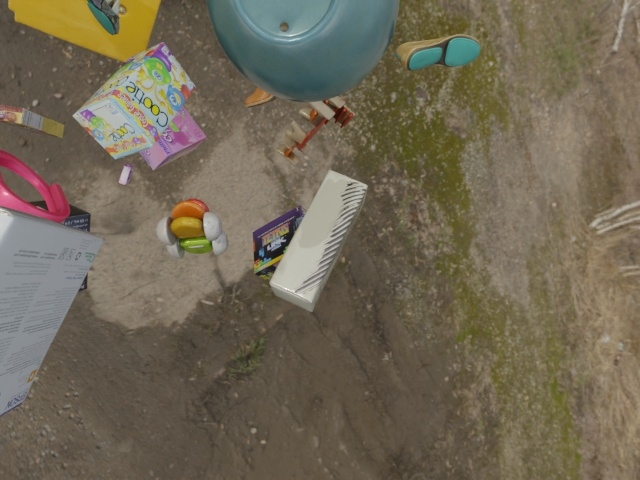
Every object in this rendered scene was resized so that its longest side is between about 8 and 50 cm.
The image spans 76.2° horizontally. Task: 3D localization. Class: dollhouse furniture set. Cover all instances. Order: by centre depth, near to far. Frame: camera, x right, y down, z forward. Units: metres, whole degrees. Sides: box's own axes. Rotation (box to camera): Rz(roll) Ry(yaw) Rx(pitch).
[{"bbox_3d":[0.001,-0.392,1.375,0.135,0.262,0.259,40,52,-6],"label":"dollhouse furniture set"}]

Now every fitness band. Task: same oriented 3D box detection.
[{"bbox_3d":[-0.805,-0.141,1.111,0.054,0.291,0.209,-47,145,2],"label":"fitness band"}]

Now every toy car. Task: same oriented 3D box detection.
[{"bbox_3d":[-0.336,-0.037,1.086,0.159,0.182,0.136,-6,61,-2],"label":"toy car"}]

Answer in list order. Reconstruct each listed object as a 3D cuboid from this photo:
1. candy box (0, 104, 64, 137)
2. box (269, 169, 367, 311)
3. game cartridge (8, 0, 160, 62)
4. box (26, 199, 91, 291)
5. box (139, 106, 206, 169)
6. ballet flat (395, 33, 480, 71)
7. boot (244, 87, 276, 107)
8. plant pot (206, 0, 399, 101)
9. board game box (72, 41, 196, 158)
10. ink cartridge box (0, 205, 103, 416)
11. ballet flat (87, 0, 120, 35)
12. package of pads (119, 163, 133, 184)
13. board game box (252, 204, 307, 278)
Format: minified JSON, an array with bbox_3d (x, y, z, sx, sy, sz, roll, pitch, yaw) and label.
[{"bbox_3d":[-0.955,-0.388,1.336,0.109,0.187,0.053,10,90,4],"label":"candy box"},{"bbox_3d":[0.000,0.000,0.849,0.094,0.113,0.275,23,73,8],"label":"box"},{"bbox_3d":[-0.596,-0.641,1.054,0.324,0.285,0.052,13,41,-33],"label":"game cartridge"},{"bbox_3d":[-0.930,0.043,1.312,0.296,0.183,0.294,-25,133,-62],"label":"box"},{"bbox_3d":[-0.618,-0.432,1.610,0.213,0.117,0.243,54,39,-12],"label":"box"},{"bbox_3d":[0.287,-0.469,0.999,0.232,0.080,0.073,-16,50,-23],"label":"ballet flat"},{"bbox_3d":[-0.157,-0.475,1.153,0.152,0.197,0.073,63,13,-14],"label":"boot"},{"bbox_3d":[-0.033,-0.331,0.550,0.290,0.290,0.195,59,16,-18],"label":"plant pot"},{"bbox_3d":[-0.473,-0.367,1.065,0.142,0.144,0.275,56,37,-41],"label":"board game box"},{"bbox_3d":[-0.475,0.120,0.606,0.071,0.324,0.330,25,80,-8],"label":"ink cartridge box"},{"bbox_3d":[-0.260,-0.287,0.483,0.041,0.114,0.041,0,88,-5],"label":"ballet flat"},{"bbox_3d":[-0.823,-0.281,1.730,0.032,0.050,0.083,21,106,-15],"label":"package of pads"},{"bbox_3d":[-0.102,0.005,1.085,0.048,0.170,0.141,36,34,-46],"label":"board game box"}]
